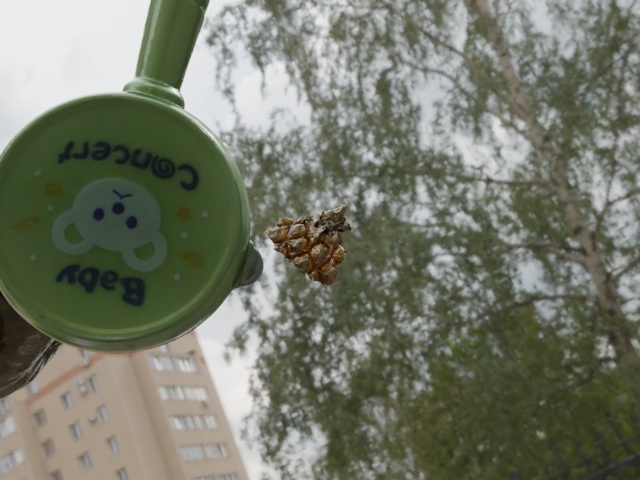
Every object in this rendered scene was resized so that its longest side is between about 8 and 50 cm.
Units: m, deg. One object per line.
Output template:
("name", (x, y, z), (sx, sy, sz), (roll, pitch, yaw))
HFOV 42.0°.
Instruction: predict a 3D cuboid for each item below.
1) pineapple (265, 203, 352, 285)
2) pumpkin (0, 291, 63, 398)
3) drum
("pineapple", (0.000, 0.000, 1.105), (0.114, 0.114, 0.077), (-43, -22, -9))
("pumpkin", (-0.292, 0.044, 0.764), (0.223, 0.157, 0.223), (-55, 0, 0))
("drum", (-0.093, -0.075, 0.382), (0.130, 0.253, 0.049), (-1, -7, -8))
